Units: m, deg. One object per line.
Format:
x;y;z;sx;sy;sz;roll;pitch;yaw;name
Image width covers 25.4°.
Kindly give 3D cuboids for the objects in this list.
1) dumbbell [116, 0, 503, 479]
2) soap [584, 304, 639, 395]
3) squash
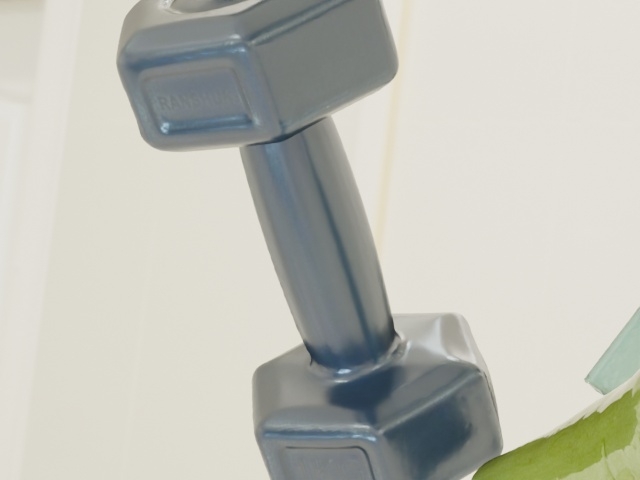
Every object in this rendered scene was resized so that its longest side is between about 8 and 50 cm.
0.000;0.000;0.802;0.144;0.316;0.156;-16;23;3;dumbbell
0.326;0.076;1.192;0.115;0.198;0.063;37;3;20;soap
0.153;0.104;0.686;0.083;0.083;0.250;8;-23;-17;squash
